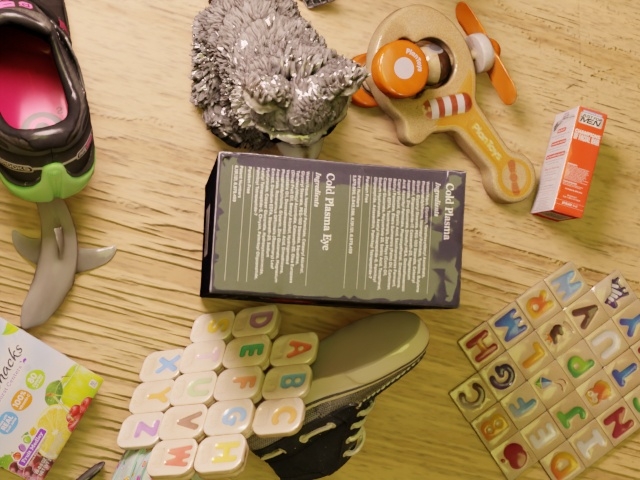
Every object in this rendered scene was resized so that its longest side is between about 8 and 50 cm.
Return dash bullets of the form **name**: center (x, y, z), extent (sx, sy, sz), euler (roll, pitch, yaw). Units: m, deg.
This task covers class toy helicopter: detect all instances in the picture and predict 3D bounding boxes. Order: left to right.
- **toy helicopter**: center (0.219, -0.210, 1.576), extent (0.235, 0.140, 0.355), euler (-45, 105, -17)

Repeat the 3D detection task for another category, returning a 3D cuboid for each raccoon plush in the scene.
- **raccoon plush**: center (-0.105, -0.302, 1.417), extent (0.216, 0.299, 0.446), euler (-32, 92, -11)

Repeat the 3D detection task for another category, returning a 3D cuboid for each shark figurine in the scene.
- **shark figurine**: center (-0.396, -0.029, 1.459), extent (0.166, 0.116, 0.278), euler (-21, 93, -11)

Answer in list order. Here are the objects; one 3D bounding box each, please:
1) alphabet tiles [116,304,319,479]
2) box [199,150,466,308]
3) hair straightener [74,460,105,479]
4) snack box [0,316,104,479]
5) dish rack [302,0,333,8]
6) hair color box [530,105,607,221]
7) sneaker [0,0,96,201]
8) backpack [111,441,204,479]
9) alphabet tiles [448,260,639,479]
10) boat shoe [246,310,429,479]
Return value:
- **alphabet tiles**: center (-0.143, 0.205, 1.419), extent (0.278, 0.284, 0.021), euler (-8, 132, 21)
- **box**: center (0.000, 0.000, 1.401), extent (0.313, 0.343, 0.179), euler (3, 86, -8)
- **hair straightener**: center (-0.407, 0.384, 1.476), extent (0.230, 0.047, 0.089), euler (-32, 92, -5)
- **snack box**: center (-0.434, 0.213, 1.416), extent (0.207, 0.070, 0.174), euler (37, 74, -27)
- **dish rack**: center (0.042, -0.456, 1.494), extent (0.208, 0.271, 0.074), euler (62, 40, -23)
- **hair color box**: center (0.385, -0.117, 1.595), extent (0.053, 0.093, 0.167), euler (15, 86, -9)
- **sneaker**: center (-0.414, -0.294, 1.396), extent (0.185, 0.202, 0.482), euler (-21, 76, -21)
- **backpack**: center (-0.229, 0.357, 1.446), extent (0.152, 0.115, 0.182), euler (22, 84, -35)
- **alphabet tiles**: center (0.384, 0.211, 1.620), extent (0.342, 0.011, 0.285), euler (-34, 93, -9)
- **boat shoe**: center (0.034, 0.228, 1.451), extent (0.340, 0.127, 0.158), euler (-27, 115, 26)
